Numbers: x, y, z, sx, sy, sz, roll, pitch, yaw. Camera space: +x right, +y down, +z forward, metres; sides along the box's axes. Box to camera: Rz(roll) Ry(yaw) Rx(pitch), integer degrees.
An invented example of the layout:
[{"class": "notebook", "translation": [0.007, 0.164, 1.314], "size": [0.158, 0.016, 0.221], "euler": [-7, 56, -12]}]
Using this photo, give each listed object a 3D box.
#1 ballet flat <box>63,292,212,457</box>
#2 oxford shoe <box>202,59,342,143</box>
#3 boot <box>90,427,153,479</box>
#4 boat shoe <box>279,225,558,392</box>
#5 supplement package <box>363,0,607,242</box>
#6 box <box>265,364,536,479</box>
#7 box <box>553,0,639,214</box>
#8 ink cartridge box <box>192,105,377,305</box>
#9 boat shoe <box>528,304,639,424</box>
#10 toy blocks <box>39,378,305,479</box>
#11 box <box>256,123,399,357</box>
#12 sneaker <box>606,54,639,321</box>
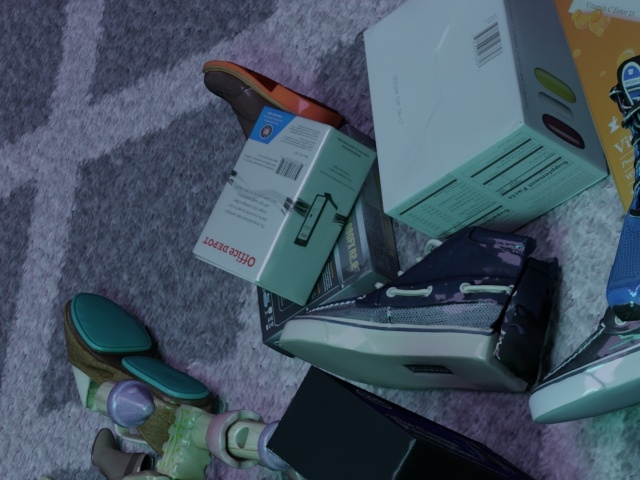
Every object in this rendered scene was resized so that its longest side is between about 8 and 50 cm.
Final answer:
[{"class": "ballet flat", "translation": [-0.249, 0.185, 2.365], "size": [0.342, 0.116, 0.124], "euler": [34, 114, 48]}, {"class": "oxford shoe", "translation": [-0.083, -0.164, 2.378], "size": [0.271, 0.097, 0.098], "euler": [31, 98, 52]}, {"class": "boot", "translation": [-0.251, 0.286, 2.347], "size": [0.087, 0.042, 0.118], "euler": [-20, 55, 33]}, {"class": "boat shoe", "translation": [0.112, 0.071, 2.009], "size": [0.341, 0.127, 0.158], "euler": [2, 64, 41]}, {"class": "supplement package", "translation": [0.178, -0.155, 2.032], "size": [0.204, 0.145, 0.261], "euler": [-32, 48, 33]}, {"class": "box", "translation": [0.105, 0.236, 1.789], "size": [0.184, 0.261, 0.103], "euler": [27, 90, 52]}, {"class": "box", "translation": [0.383, -0.178, 1.794], "size": [0.215, 0.168, 0.345], "euler": [-38, 44, 28]}, {"class": "ink cartridge box", "translation": [-0.043, -0.042, 2.171], "size": [0.148, 0.086, 0.203], "euler": [23, 86, 52]}, {"class": "boat shoe", "translation": [0.319, 0.079, 1.747], "size": [0.301, 0.108, 0.102], "euler": [-33, 65, 29]}, {"class": "toy blocks", "translation": [-0.123, 0.309, 1.963], "size": [0.260, 0.309, 0.288], "euler": [5, 73, 56]}, {"class": "box", "translation": [0.000, 0.000, 2.214], "size": [0.183, 0.056, 0.231], "euler": [-35, 45, 29]}, {"class": "sneaker", "translation": [0.293, -0.082, 1.543], "size": [0.130, 0.147, 0.330], "euler": [-17, 45, 53]}]
